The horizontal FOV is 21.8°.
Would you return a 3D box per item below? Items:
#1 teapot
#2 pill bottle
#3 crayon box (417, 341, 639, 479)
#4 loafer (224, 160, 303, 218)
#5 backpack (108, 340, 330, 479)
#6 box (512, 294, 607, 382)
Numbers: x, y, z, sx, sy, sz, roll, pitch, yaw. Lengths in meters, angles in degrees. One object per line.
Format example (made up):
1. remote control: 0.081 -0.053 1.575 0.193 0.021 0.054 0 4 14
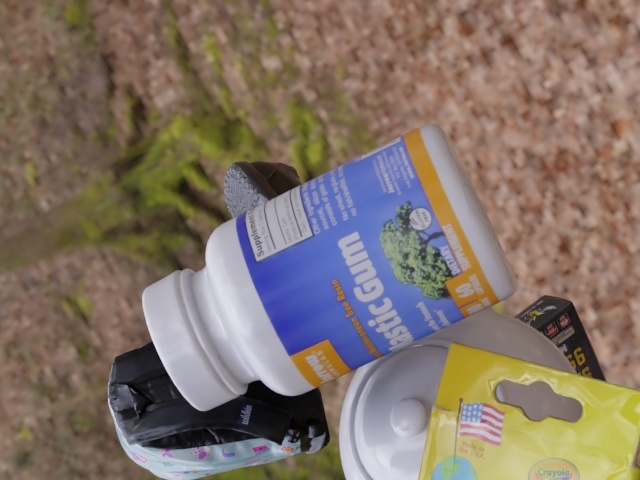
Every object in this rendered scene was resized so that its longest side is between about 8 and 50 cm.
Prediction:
1. teapot: 0.113 0.176 1.483 0.256 0.252 0.187 50 -167 26
2. pill bottle: 0.004 0.031 1.314 0.152 0.272 0.152 62 -172 -14
3. crayon box: 0.159 0.251 1.243 0.081 0.318 0.202 10 -178 -44
4. loafer: 0.000 0.000 1.478 0.220 0.078 0.080 53 146 27
5. backpack: -0.090 0.140 1.436 0.115 0.182 0.152 80 177 -56
6. box: 0.211 0.197 1.823 0.056 0.231 0.183 15 134 61
